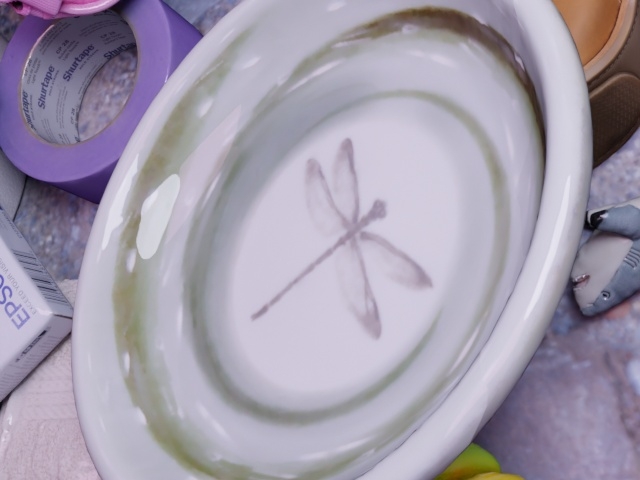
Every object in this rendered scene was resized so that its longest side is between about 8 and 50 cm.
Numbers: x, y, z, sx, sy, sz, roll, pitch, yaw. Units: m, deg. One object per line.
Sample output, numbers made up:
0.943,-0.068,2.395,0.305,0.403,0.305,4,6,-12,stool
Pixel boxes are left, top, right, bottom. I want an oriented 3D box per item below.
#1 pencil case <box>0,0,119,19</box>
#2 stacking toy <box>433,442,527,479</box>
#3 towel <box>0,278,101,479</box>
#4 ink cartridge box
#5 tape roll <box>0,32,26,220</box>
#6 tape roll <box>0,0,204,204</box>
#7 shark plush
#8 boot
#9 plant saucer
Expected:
-0.275,-0.335,0.810,0.167,0.160,0.386,-23,43,-18,pencil case
0.066,0.172,0.579,0.165,0.175,0.302,-40,52,8,stacking toy
-0.135,0.105,0.716,0.282,0.049,0.187,-10,60,22,towel
-0.339,0.061,0.767,0.224,0.045,0.223,-46,66,7,ink cartridge box
-0.464,-0.074,0.925,0.391,0.072,0.392,-6,75,24,tape roll
-0.189,-0.130,0.805,0.189,0.080,0.189,-7,73,23,tape roll
0.240,-0.003,0.601,0.161,0.073,0.067,-17,89,-1,shark plush
0.150,-0.178,0.647,0.283,0.109,0.220,-52,54,17,boot
0.000,0.000,0.586,0.400,0.100,0.401,-22,54,34,plant saucer
